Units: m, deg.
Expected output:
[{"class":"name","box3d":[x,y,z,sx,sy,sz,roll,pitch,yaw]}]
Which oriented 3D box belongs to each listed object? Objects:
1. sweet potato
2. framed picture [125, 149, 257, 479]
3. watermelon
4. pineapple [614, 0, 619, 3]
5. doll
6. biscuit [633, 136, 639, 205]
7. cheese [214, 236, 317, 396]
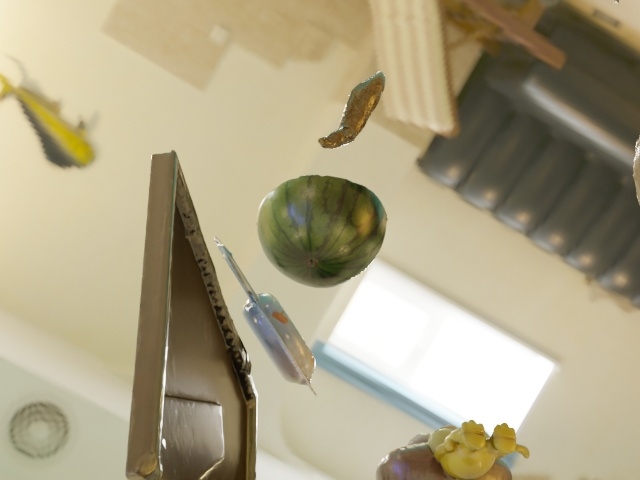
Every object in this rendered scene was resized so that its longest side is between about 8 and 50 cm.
[{"class":"sweet potato","box3d":[0.041,-0.154,1.592,0.038,0.153,0.041,-7,127,45]},{"class":"framed picture","box3d":[-0.068,0.111,0.779,0.019,0.209,0.281,-5,141,6]},{"class":"watermelon","box3d":[0.000,0.000,1.021,0.105,0.105,0.062,30,-139,-25]},{"class":"pineapple","box3d":[0.278,-0.281,1.039,0.236,0.186,0.114,15,-151,3]},{"class":"doll","box3d":[0.143,0.234,1.324,0.145,0.188,0.096,20,-132,-37]},{"class":"biscuit","box3d":[0.427,-0.072,1.170,0.296,0.296,0.075,30,-178,-20]},{"class":"cheese","box3d":[-0.070,0.102,1.701,0.244,0.052,0.135,59,173,-11]}]
